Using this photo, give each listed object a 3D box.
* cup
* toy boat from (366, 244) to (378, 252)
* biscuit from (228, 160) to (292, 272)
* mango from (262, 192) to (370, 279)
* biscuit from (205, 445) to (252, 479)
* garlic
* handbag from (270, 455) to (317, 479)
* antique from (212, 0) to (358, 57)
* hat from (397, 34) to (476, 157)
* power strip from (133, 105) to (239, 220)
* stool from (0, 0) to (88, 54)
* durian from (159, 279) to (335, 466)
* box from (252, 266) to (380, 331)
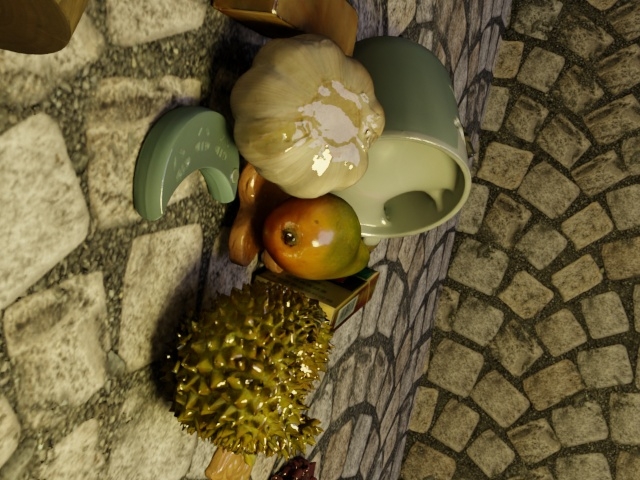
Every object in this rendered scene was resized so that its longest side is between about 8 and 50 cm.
[{"bbox_3d":[0.108,-0.157,1.218,0.356,0.260,0.274,99,-6,-55],"label":"cup"},{"bbox_3d":[0.087,-0.010,1.565,0.226,0.068,0.087,-29,125,-60],"label":"toy boat"},{"bbox_3d":[-0.070,-0.047,1.143,0.324,0.049,0.205,-8,111,-68],"label":"biscuit"},{"bbox_3d":[-0.005,0.002,1.078,0.289,0.146,0.129,61,6,-72],"label":"mango"},{"bbox_3d":[-0.152,0.399,1.235,0.162,0.035,0.250,-41,142,-51],"label":"biscuit"},{"bbox_3d":[-0.024,-0.169,0.935,0.228,0.152,0.227,2,87,-39],"label":"garlic"},{"bbox_3d":[-0.074,0.596,1.497,0.203,0.074,0.216,-6,107,-70],"label":"handbag"},{"bbox_3d":[-0.035,-0.329,0.990,0.310,0.094,0.087,-7,108,-69],"label":"antique"},{"bbox_3d":[0.147,-0.234,1.512,0.382,0.257,0.366,-39,125,-1],"label":"hat"},{"bbox_3d":[-0.157,-0.104,0.881,0.216,0.044,0.137,-28,127,-64],"label":"power strip"},{"bbox_3d":[-0.201,-0.286,0.457,0.179,0.179,0.264,52,53,-65],"label":"stool"},{"bbox_3d":[-0.097,0.184,0.973,0.292,0.258,0.258,88,23,-60],"label":"durian"},{"bbox_3d":[-0.006,0.085,1.241,0.240,0.160,0.071,-31,138,-64],"label":"box"}]
